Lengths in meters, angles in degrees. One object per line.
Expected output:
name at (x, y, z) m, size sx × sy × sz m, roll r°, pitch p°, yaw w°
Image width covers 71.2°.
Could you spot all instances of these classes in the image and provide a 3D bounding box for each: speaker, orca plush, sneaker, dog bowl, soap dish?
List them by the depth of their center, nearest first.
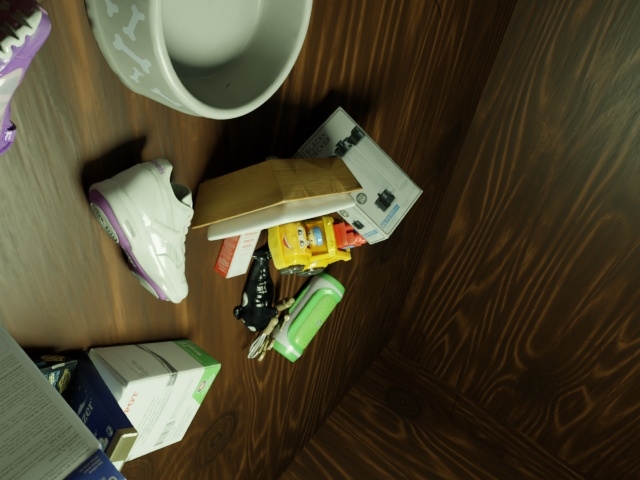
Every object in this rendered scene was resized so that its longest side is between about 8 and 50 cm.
sneaker at (-0.353, -0.142, 0.453) m, size 0.236 × 0.095 × 0.104 m, roll -53°, pitch 163°, yaw -3°
dog bowl at (-0.139, -0.335, 0.630) m, size 0.349 × 0.102 × 0.349 m, roll -45°, pitch 152°, yaw -31°
sneaker at (-0.261, -0.003, 0.761) m, size 0.152 × 0.114 × 0.305 m, roll -44°, pitch 153°, yaw -29°
soap dish at (-0.081, -0.091, 0.898) m, size 0.290 × 0.228 × 0.118 m, roll -17°, pitch 94°, yaw -56°
orca plush at (-0.139, 0.155, 1.215) m, size 0.151 × 0.102 × 0.288 m, roll -20°, pitch 135°, yaw -56°
speaker at (-0.046, 0.251, 1.495) m, size 0.297 × 0.131 × 0.131 m, roll -53°, pitch 156°, yaw -15°

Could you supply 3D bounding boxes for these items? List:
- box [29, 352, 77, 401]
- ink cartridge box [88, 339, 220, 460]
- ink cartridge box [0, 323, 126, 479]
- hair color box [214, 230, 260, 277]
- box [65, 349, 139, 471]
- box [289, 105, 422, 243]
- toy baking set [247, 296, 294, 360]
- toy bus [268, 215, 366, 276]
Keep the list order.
box at (-0.460, 0.291, 0.657) m, size 0.175 × 0.051 × 0.221 m, roll 44°, pitch 58°, yaw -82°
ink cartridge box at (-0.372, 0.328, 0.925) m, size 0.211 × 0.121 × 0.289 m, roll -60°, pitch 157°, yaw 3°
ink cartridge box at (-0.402, 0.233, 0.519) m, size 0.185 × 0.311 × 0.065 m, roll -39°, pitch 171°, yaw -38°
hair color box at (-0.186, 0.011, 1.024) m, size 0.072 × 0.043 × 0.141 m, roll -12°, pitch 130°, yaw -59°
box at (-0.390, 0.299, 0.737) m, size 0.036 × 0.225 × 0.137 m, roll 20°, pitch 100°, yaw -52°
box at (0.083, -0.151, 1.068) m, size 0.169 × 0.290 × 0.087 m, roll -49°, pitch -171°, yaw -21°
toy baking set at (-0.152, 0.258, 1.315) m, size 0.197 × 0.030 × 0.256 m, roll -60°, pitch -169°, yaw -21°
toy bus at (0.000, 0.000, 1.130) m, size 0.220 × 0.211 × 0.150 m, roll 13°, pitch 66°, yaw -64°
